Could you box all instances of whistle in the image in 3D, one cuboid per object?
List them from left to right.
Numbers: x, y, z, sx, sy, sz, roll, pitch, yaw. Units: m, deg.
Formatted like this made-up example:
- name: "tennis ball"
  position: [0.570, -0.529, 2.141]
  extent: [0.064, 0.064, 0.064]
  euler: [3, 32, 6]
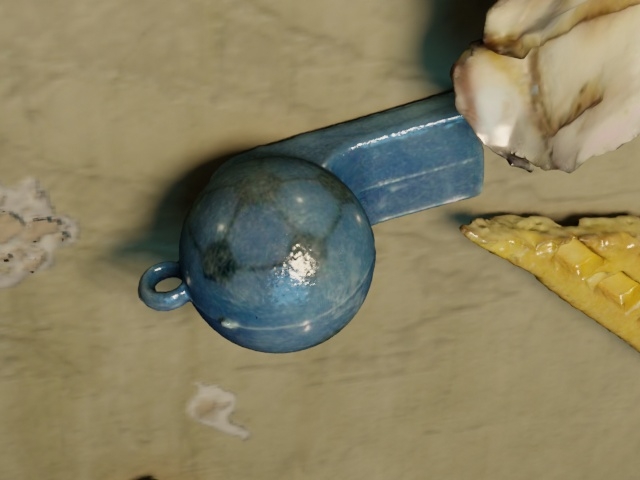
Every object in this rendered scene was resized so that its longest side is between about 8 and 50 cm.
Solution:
- name: "whistle"
  position: [0.000, 0.000, 0.816]
  extent: [0.158, 0.090, 0.090]
  euler: [-16, 136, -2]

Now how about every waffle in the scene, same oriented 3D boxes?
- name: "waffle"
  position: [0.165, -0.003, 0.904]
  extent: [0.125, 0.032, 0.191]
  euler: [-37, 135, 20]

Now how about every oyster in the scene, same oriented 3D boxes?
- name: "oyster"
  position: [0.153, -0.118, 0.742]
  extent: [0.275, 0.100, 0.271]
  euler: [3, 136, -38]

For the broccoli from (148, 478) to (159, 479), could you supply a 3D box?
- name: "broccoli"
  position: [-0.094, 0.249, 1.026]
  extent: [0.199, 0.177, 0.274]
  euler: [-6, 114, 37]
